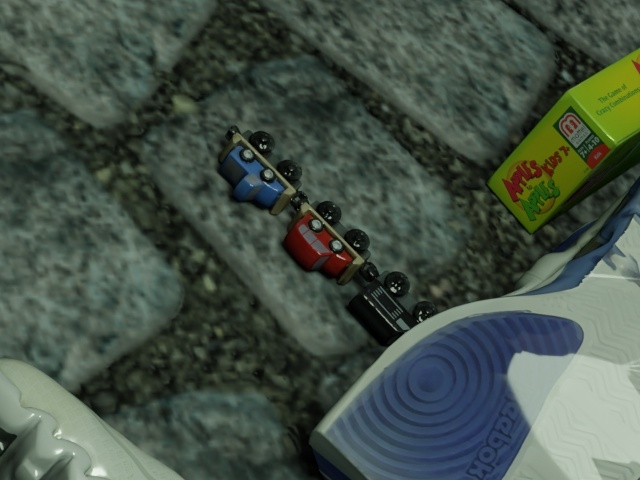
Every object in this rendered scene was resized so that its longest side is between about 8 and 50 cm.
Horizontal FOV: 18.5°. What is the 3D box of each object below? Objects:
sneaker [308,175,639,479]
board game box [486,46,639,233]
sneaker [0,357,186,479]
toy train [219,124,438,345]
[{"bbox_3d":[0.145,0.061,1.035,0.315,0.182,0.127,-38,78,-15],"label":"sneaker"},{"bbox_3d":[0.187,-0.077,1.188,0.043,0.092,0.181,50,46,10],"label":"board game box"},{"bbox_3d":[-0.055,0.161,0.851,0.292,0.110,0.118,48,37,-2],"label":"sneaker"},{"bbox_3d":[0.000,0.000,1.058,0.158,0.027,0.036,46,56,7],"label":"toy train"}]
